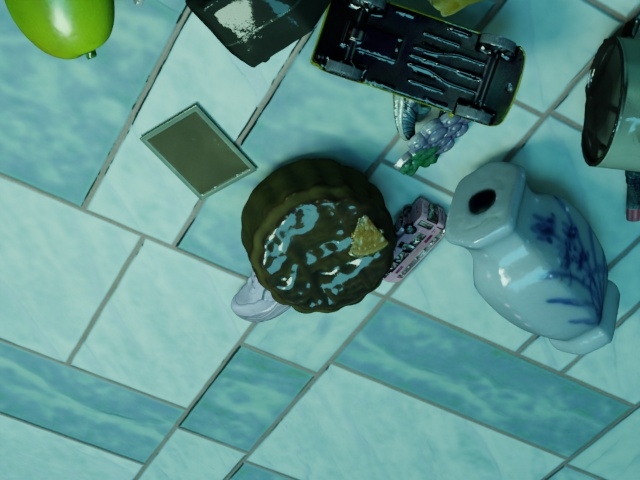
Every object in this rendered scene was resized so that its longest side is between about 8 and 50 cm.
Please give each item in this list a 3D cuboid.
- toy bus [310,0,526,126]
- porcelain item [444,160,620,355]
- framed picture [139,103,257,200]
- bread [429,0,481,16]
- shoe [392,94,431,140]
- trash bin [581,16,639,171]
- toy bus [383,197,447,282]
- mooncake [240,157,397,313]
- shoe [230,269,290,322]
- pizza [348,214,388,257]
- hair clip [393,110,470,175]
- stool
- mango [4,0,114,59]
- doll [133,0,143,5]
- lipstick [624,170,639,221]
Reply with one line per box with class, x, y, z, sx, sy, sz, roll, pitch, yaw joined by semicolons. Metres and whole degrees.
toy bus;0.157;-0.297;1.662;0.331;0.151;0.145;18;95;-5
porcelain item;0.411;0.043;1.919;0.178;0.242;0.405;-15;135;42
framed picture;-0.230;-0.165;1.929;0.142;0.011;0.183;-26;126;25
bread;0.276;-0.458;1.545;0.268;0.130;0.152;-21;124;20
shoe;0.161;-0.241;1.795;0.071;0.064;0.143;3;127;2
trash bin;0.588;-0.215;1.680;0.262;0.217;0.277;5;95;-1
toy bus;0.169;0.003;2.018;0.090;0.063;0.203;23;132;-19
mooncake;0.000;0.000;1.916;0.290;0.161;0.290;-4;117;-9
shoe;-0.100;0.073;2.087;0.245;0.095;0.137;-28;121;22
pizza;0.082;-0.010;1.821;0.083;0.025;0.078;-13;102;-29
hair clip;0.200;-0.188;1.835;0.124;0.052;0.195;-1;140;-42
stool;-0.086;-0.386;1.580;0.232;0.232;0.141;-27;121;26
mango;-0.422;-0.448;1.584;0.192;0.156;0.343;14;124;33
doll;-0.292;-0.478;1.621;0.114;0.057;0.227;24;139;-9
lipstick;0.581;-0.121;1.886;0.053;0.053;0.234;-4;136;8
